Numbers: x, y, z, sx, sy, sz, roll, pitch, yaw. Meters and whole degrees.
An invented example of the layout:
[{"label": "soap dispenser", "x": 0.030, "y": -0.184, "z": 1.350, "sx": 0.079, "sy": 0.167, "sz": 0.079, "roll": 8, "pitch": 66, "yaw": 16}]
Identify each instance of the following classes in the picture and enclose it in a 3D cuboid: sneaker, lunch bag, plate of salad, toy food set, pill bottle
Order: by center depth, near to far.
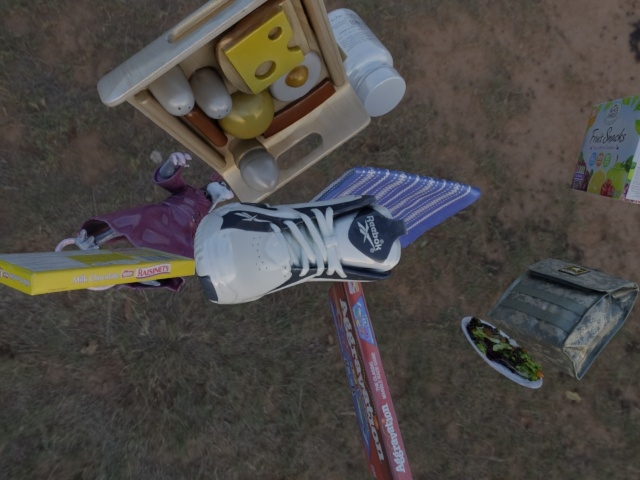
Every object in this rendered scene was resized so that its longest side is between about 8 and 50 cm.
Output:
[{"label": "sneaker", "x": 0.000, "y": 0.000, "z": 0.443, "sx": 0.153, "sy": 0.235, "sz": 0.094, "roll": -11, "pitch": 83, "yaw": 20}, {"label": "toy food set", "x": -0.058, "y": -0.147, "z": 0.519, "sx": 0.219, "sy": 0.306, "sz": 0.092, "roll": -34, "pitch": 74, "yaw": 4}, {"label": "plate of salad", "x": 0.388, "y": 0.226, "z": 0.989, "sx": 0.199, "sy": 0.200, "sz": 0.048, "roll": 28, "pitch": 114, "yaw": -11}, {"label": "pill bottle", "x": 0.083, "y": -0.385, "z": 1.022, "sx": 0.131, "sy": 0.131, "sz": 0.229, "roll": -20, "pitch": 62, "yaw": -21}, {"label": "lunch bag", "x": 0.624, "y": 0.168, "z": 1.206, "sx": 0.287, "sy": 0.235, "sz": 0.169, "roll": -45, "pitch": 119, "yaw": -12}]

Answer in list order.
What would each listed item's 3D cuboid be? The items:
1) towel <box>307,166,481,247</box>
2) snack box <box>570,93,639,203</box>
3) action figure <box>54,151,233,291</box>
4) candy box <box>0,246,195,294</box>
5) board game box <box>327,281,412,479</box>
[{"label": "towel", "x": 0.124, "y": -0.052, "z": 0.906, "sx": 0.336, "sy": 0.243, "sz": 0.040, "roll": 3, "pitch": 64, "yaw": -36}, {"label": "snack box", "x": 0.312, "y": -0.094, "z": 0.485, "sx": 0.037, "sy": 0.141, "sz": 0.100, "roll": 13, "pitch": 102, "yaw": 8}, {"label": "action figure", "x": -0.303, "y": -0.027, "z": 0.991, "sx": 0.248, "sy": 0.275, "sz": 0.370, "roll": 54, "pitch": 33, "yaw": -14}, {"label": "candy box", "x": -0.262, "y": 0.031, "z": 0.556, "sx": 0.206, "sy": 0.105, "sz": 0.027, "roll": -3, "pitch": 99, "yaw": -57}, {"label": "board game box", "x": 0.062, "y": 0.194, "z": 0.668, "sx": 0.027, "sy": 0.145, "sz": 0.281, "roll": -10, "pitch": 74, "yaw": -12}]
